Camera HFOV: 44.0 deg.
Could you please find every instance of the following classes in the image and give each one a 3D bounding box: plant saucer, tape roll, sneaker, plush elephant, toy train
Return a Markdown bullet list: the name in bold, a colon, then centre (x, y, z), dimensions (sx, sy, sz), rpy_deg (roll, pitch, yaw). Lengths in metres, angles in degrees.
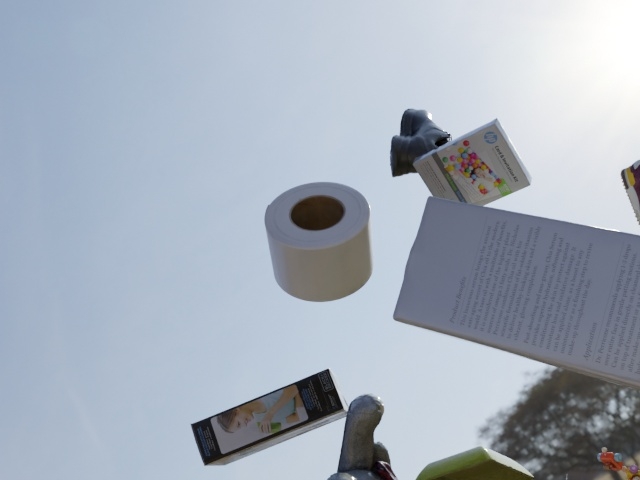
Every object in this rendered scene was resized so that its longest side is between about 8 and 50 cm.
- **plant saucer**: centre (0.313, 0.478, 1.636), dimensions (0.188, 0.045, 0.188), rpy_deg (-29, -41, 29)
- **tape roll**: centre (0.000, 0.000, 1.843), dimensions (0.246, 0.246, 0.169), rpy_deg (-23, -46, -19)
- **sneaker**: centre (0.232, -0.213, 1.752), dimensions (0.130, 0.286, 0.109), rpy_deg (2, -59, 14)
- **plush elephant**: centre (0.137, 0.466, 1.287), dimensions (0.272, 0.256, 0.329), rpy_deg (-57, -25, -68)
- **toy train**: centre (0.723, 0.529, 1.815), dimensions (0.166, 0.125, 0.046), rpy_deg (-16, 34, 52)
- **sneaker**: centre (0.637, -0.072, 1.491), dimensions (0.070, 0.185, 0.084), rpy_deg (-2, -25, -44)

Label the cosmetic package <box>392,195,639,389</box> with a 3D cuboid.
- **cosmetic package**: centre (0.374, 0.089, 1.311), dimensions (0.161, 0.453, 0.230), rpy_deg (25, -99, -58)

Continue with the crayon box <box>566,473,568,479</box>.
- **crayon box**: centre (0.611, 0.747, 1.883), dimensions (0.203, 0.083, 0.322), rpy_deg (-62, -29, -53)

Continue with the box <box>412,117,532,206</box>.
- **box**: centre (0.298, -0.137, 1.560), dimensions (0.186, 0.145, 0.038), rpy_deg (-25, 19, 30)

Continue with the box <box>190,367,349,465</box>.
- **box**: centre (-0.092, 0.355, 1.574), dimensions (0.290, 0.087, 0.169), rpy_deg (-21, -17, 0)
